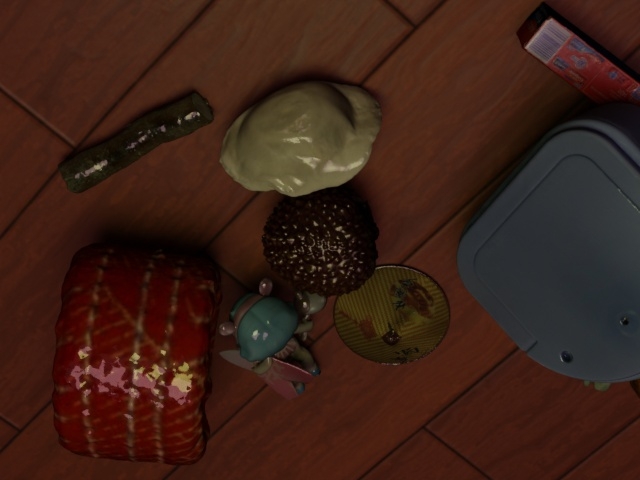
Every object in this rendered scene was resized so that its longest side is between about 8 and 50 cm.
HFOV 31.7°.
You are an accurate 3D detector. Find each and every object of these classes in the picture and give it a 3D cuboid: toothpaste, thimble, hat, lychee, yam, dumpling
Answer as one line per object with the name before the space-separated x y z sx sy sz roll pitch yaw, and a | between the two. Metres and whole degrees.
toothpaste | 0.427 -0.219 1.621 0.320 0.076 0.066 34 114 -13
thimble | -0.273 0.171 1.716 0.231 0.350 0.350 6 117 -3
hat | 0.115 0.140 1.816 0.193 0.082 0.193 1 118 1
lychee | 0.000 0.000 1.691 0.188 0.188 0.188 1 117 2
yam | -0.280 -0.149 1.701 0.253 0.061 0.061 -26 113 14
dumpling | -0.028 -0.145 1.640 0.250 0.162 0.132 -18 153 4

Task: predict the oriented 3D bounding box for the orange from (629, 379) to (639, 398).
orange | 0.597 0.161 1.748 0.249 0.183 0.249 5 132 6

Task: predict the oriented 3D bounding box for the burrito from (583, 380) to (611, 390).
burrito | 0.471 0.195 1.848 0.074 0.044 0.118 3 113 -3

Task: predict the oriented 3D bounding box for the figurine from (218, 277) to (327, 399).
figurine | -0.048 0.155 1.788 0.205 0.103 0.260 -40 140 -7

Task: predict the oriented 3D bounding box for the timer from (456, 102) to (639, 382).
timer | 0.415 0.028 1.608 0.395 0.173 0.394 16 117 34
